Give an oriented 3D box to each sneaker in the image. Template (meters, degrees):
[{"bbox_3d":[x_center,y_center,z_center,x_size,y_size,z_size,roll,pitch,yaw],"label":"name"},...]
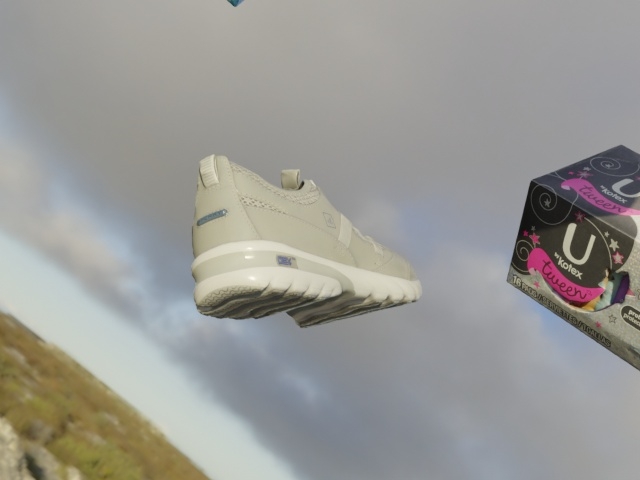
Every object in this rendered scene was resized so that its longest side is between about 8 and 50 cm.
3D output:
[{"bbox_3d":[0.000,0.000,0.755,0.105,0.115,0.281,-15,-13,22],"label":"sneaker"}]

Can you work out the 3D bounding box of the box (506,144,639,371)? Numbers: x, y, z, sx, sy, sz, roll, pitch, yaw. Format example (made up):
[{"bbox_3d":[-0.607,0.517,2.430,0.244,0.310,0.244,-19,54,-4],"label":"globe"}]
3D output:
[{"bbox_3d":[0.345,0.025,1.020,0.247,0.163,0.142,37,-46,38],"label":"box"}]

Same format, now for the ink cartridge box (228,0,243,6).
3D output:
[{"bbox_3d":[-0.048,-0.182,0.572,0.048,0.028,0.083,42,-31,1],"label":"ink cartridge box"}]
